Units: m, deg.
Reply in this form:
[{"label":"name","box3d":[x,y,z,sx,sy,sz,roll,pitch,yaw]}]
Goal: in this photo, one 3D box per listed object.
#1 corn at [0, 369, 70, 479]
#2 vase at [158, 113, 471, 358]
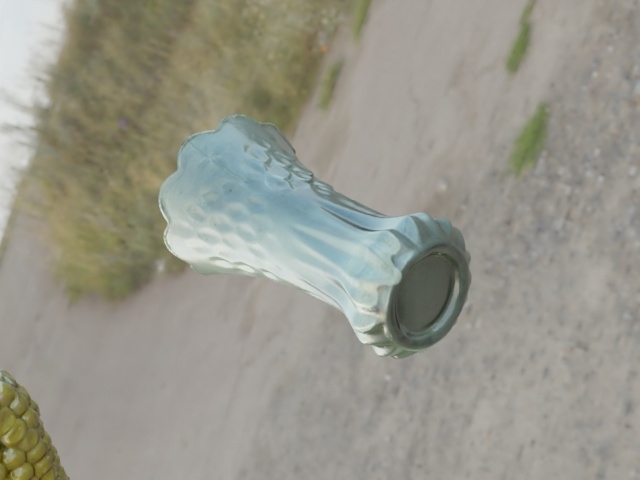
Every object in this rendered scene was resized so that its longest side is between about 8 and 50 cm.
[{"label":"corn","box3d":[-0.256,0.245,1.147,0.130,0.130,0.347,-100,-4,-66]},{"label":"vase","box3d":[0.000,0.000,0.620,0.148,0.081,0.081,26,98,48]}]
